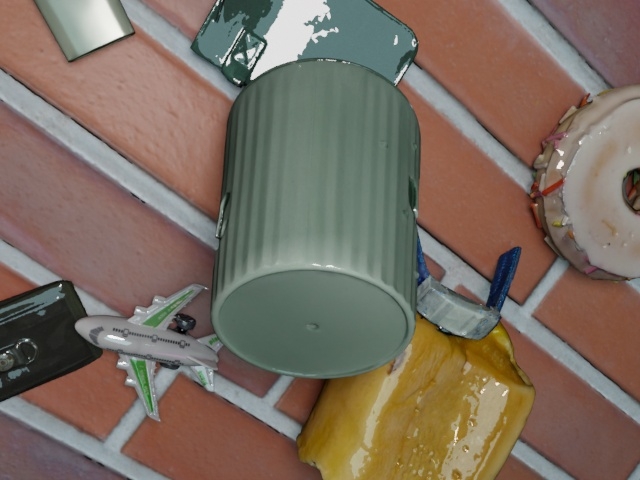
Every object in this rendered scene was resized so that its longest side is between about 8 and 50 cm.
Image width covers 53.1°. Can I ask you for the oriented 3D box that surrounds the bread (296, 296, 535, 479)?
[{"bbox_3d":[0.177,0.280,1.163,0.361,0.250,0.394,24,91,-20],"label":"bread"}]

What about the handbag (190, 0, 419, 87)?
[{"bbox_3d":[-0.019,-0.320,1.057,0.326,0.089,0.238,29,96,-19],"label":"handbag"}]

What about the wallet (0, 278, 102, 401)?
[{"bbox_3d":[-0.505,0.175,1.061,0.245,0.052,0.168,-22,110,-12],"label":"wallet"}]

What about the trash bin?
[{"bbox_3d":[-0.364,-0.355,0.972,0.116,0.059,0.130,-26,108,-6],"label":"trash bin"}]

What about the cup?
[{"bbox_3d":[0.020,-0.009,0.955,0.310,0.392,0.401,-21,134,25],"label":"cup"}]

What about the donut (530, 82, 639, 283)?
[{"bbox_3d":[0.575,-0.106,1.229,0.382,0.142,0.382,-3,102,-14],"label":"donut"}]

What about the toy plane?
[{"bbox_3d":[-0.286,0.174,1.089,0.255,0.101,0.251,18,97,-14],"label":"toy plane"}]

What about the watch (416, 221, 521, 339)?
[{"bbox_3d":[0.261,0.064,1.130,0.276,0.274,0.068,21,124,-17],"label":"watch"}]
